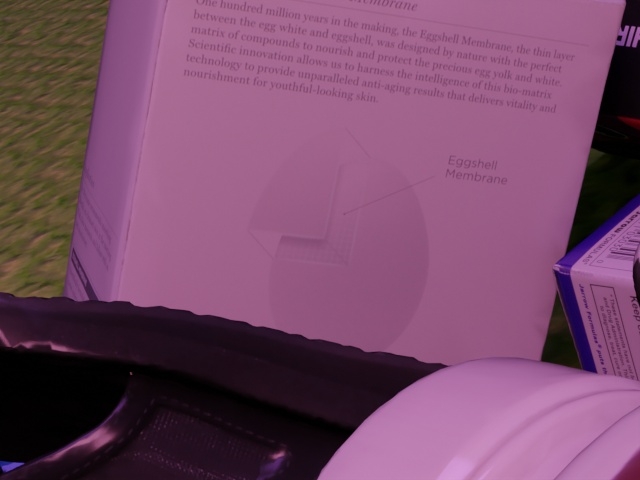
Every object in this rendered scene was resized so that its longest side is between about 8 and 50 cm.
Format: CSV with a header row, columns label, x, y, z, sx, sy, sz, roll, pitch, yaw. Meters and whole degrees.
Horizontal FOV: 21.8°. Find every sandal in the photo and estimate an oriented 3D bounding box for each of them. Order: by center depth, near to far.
label,x,y,z,sx,sy,sz,roll,pitch,yaw
sandal,-0.061,0.103,0.688,0.446,0.167,0.107,8,63,-1

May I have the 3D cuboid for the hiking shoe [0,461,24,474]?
label,x,y,z,sx,sy,sz,roll,pitch,yaw
hiking shoe,-0.171,0.158,0.842,0.304,0.113,0.132,-18,19,18

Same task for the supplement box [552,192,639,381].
label,x,y,z,sx,sy,sz,roll,pitch,yaw
supplement box,0.237,0.043,0.769,0.111,0.114,0.220,-36,27,-33

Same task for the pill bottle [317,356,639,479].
label,x,y,z,sx,sy,sz,roll,pitch,yaw
pill bottle,0.173,0.157,0.437,0.224,0.224,0.392,-35,28,-30

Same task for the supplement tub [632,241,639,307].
label,x,y,z,sx,sy,sz,roll,pitch,yaw
supplement tub,0.197,0.073,0.638,0.117,0.190,0.117,-17,25,8

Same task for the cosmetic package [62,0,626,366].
label,x,y,z,sx,sy,sz,roll,pitch,yaw
cosmetic package,0.003,-0.039,0.832,0.224,0.224,0.138,7,16,-19

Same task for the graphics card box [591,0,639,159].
label,x,y,z,sx,sy,sz,roll,pitch,yaw
graphics card box,0.218,-0.091,0.947,0.233,0.094,0.371,13,4,-36
